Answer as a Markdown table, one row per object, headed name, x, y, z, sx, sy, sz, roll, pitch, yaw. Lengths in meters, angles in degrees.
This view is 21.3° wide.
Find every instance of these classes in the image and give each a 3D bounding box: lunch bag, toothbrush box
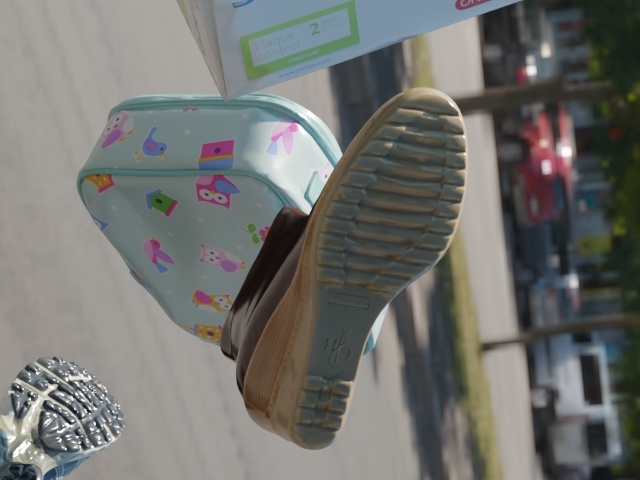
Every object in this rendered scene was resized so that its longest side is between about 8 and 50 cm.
| name | x | y | z | sx | sy | sz | roll | pitch | yaw |
| --- | --- | --- | --- | --- | --- | --- | --- | --- | --- |
| lunch bag | -0.058 | -0.009 | 1.473 | 0.279 | 0.224 | 0.107 | 57 | 41 | -45 |
| toothbrush box | -0.013 | -0.243 | 1.001 | 0.122 | 0.206 | 0.283 | 79 | -13 | -49 |

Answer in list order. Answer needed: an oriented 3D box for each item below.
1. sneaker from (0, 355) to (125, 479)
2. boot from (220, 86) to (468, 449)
| name | x | y | z | sx | sy | sz | roll | pitch | yaw |
| --- | --- | --- | --- | --- | --- | --- | --- | --- | --- |
| sneaker | -0.295 | 0.205 | 1.601 | 0.110 | 0.122 | 0.283 | 47 | 31 | 4 |
| boot | 0.000 | 0.000 | 1.117 | 0.248 | 0.090 | 0.207 | -68 | -159 | 9 |
